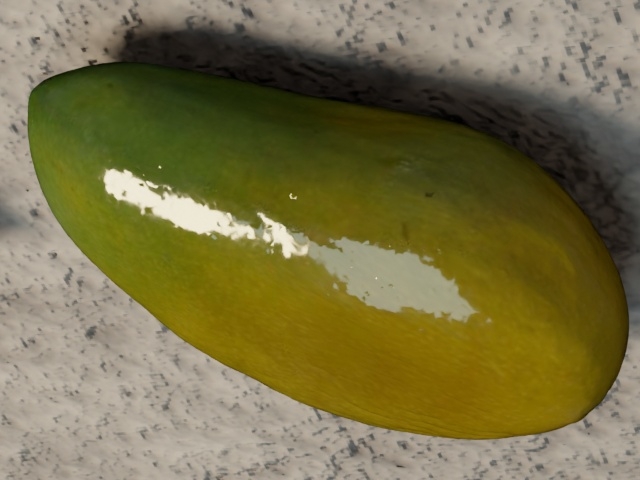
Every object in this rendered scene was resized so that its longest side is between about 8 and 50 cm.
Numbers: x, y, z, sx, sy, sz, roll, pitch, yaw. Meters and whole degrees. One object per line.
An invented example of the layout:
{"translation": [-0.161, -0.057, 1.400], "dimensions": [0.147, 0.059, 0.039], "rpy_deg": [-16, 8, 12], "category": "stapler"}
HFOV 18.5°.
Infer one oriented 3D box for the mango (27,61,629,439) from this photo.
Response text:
{"translation": [0.001, 0.006, 0.748], "dimensions": [0.237, 0.091, 0.137], "rpy_deg": [16, 135, 15], "category": "mango"}
